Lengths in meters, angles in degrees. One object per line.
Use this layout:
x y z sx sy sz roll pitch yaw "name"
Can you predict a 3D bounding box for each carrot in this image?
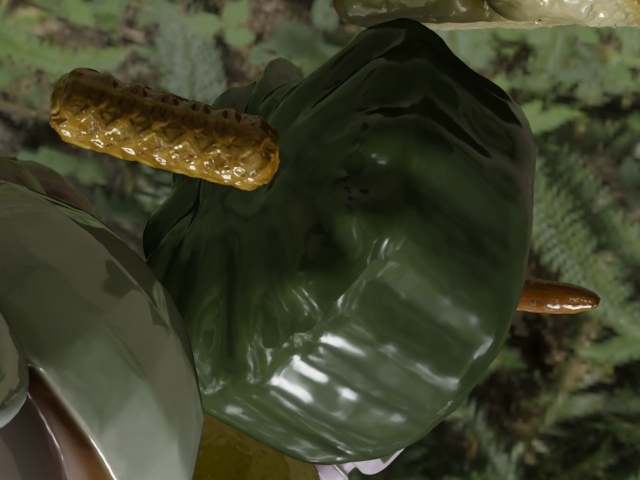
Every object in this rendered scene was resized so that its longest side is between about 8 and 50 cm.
0.145 0.046 1.415 0.248 0.043 0.043 5 159 22 "carrot"

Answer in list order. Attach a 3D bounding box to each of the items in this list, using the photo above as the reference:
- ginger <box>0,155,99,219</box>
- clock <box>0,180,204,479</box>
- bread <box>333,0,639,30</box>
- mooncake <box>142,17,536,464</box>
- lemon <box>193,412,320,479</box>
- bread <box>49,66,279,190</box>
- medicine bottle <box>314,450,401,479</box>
-0.256 0.038 1.317 0.274 0.152 0.357 43 -175 0 "ginger"
-0.190 0.127 0.375 0.184 0.326 0.342 28 -172 17 "clock"
0.196 -0.364 1.260 0.279 0.371 0.390 6 -171 31 "bread"
0.000 0.000 1.154 0.187 0.351 0.351 31 153 -33 "mooncake"
-0.115 0.260 1.402 0.245 0.245 0.320 30 -169 -39 "lemon"
-0.101 -0.072 0.951 0.157 0.052 0.044 16 153 6 "bread"
0.069 0.223 1.866 0.078 0.219 0.115 36 167 52 "medicine bottle"
